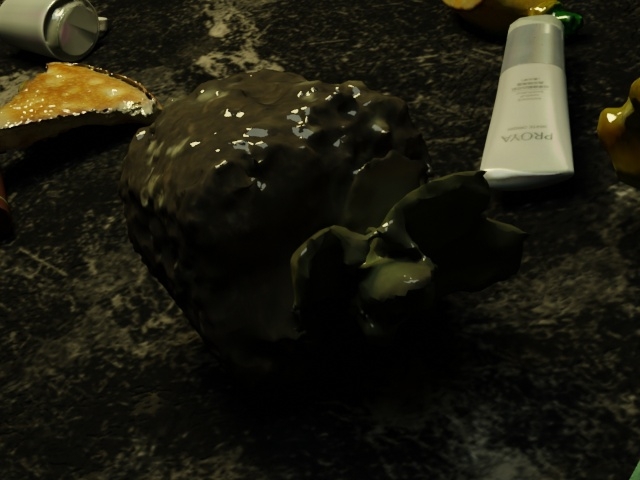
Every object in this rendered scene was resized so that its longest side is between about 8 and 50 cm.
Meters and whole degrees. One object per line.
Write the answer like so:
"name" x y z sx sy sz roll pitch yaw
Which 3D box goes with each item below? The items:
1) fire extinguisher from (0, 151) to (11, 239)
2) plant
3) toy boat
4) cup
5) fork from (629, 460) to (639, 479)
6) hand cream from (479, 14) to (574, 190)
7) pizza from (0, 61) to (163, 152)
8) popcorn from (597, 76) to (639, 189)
"fire extinguisher" -0.332 -0.051 1.790 0.064 0.043 0.158 -26 31 -2
"plant" 0.000 0.000 1.376 0.215 0.213 0.312 -28 35 -24
"toy boat" 0.177 -0.252 1.823 0.088 0.089 0.229 13 19 -26
"cup" -0.298 -0.245 2.068 0.104 0.074 0.116 -11 16 -39
"fork" 0.241 0.118 1.244 0.039 0.021 0.235 0 37 35
"hand cream" 0.188 -0.121 1.622 0.079 0.048 0.255 -8 33 14
"pizza" -0.272 -0.124 1.855 0.195 0.052 0.185 -25 33 -37
"popcorn" 0.324 -0.080 1.351 0.251 0.206 0.237 -16 43 27
